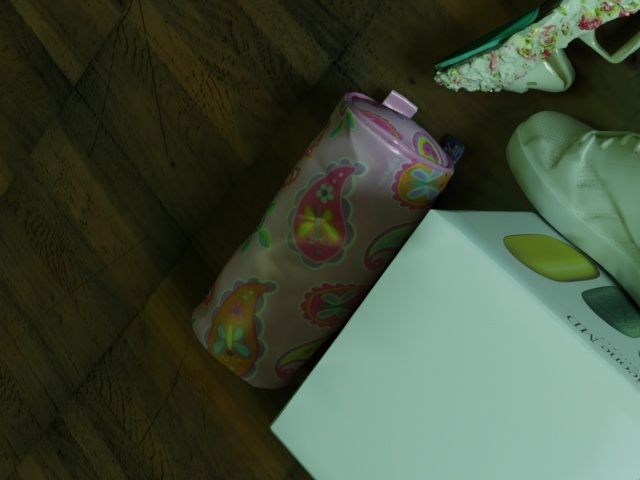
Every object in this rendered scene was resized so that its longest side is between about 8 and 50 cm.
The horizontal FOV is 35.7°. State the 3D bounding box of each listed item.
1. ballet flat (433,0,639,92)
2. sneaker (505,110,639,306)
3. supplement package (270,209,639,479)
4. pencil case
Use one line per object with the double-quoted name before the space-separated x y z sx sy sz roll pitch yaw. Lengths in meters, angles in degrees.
"ballet flat" 0.200 -0.164 0.784 0.241 0.091 0.077 -28 98 34
"sneaker" 0.244 -0.055 0.678 0.292 0.108 0.169 56 140 47
"supplement package" 0.148 0.113 0.707 0.199 0.263 0.198 45 113 24
"pencil case" 0.000 0.000 0.895 0.124 0.124 0.284 44 112 25
